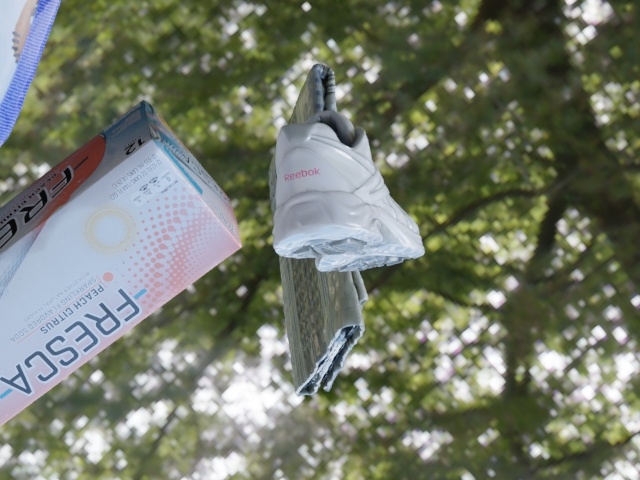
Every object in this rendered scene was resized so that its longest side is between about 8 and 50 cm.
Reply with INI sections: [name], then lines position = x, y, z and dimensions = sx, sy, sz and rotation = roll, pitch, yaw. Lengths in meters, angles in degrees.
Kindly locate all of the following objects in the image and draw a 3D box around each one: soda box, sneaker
[soda box]
position = -0.124, 0.024, 0.589
dimensions = 0.183, 0.063, 0.058
rotation = -37, -156, 5
[sneaker]
position = 0.022, -0.039, 1.077
dimensions = 0.090, 0.115, 0.232
rotation = -9, 171, 11

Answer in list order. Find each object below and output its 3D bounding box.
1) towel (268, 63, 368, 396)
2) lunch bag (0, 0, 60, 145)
[towel]
position = 0.000, 0.000, 1.648
dimensions = 0.312, 0.056, 0.324
rotation = 119, -34, -67
[lunch bag]
position = -0.324, -0.238, 0.874
dimensions = 0.239, 0.328, 0.385
rotation = -6, -110, 54
